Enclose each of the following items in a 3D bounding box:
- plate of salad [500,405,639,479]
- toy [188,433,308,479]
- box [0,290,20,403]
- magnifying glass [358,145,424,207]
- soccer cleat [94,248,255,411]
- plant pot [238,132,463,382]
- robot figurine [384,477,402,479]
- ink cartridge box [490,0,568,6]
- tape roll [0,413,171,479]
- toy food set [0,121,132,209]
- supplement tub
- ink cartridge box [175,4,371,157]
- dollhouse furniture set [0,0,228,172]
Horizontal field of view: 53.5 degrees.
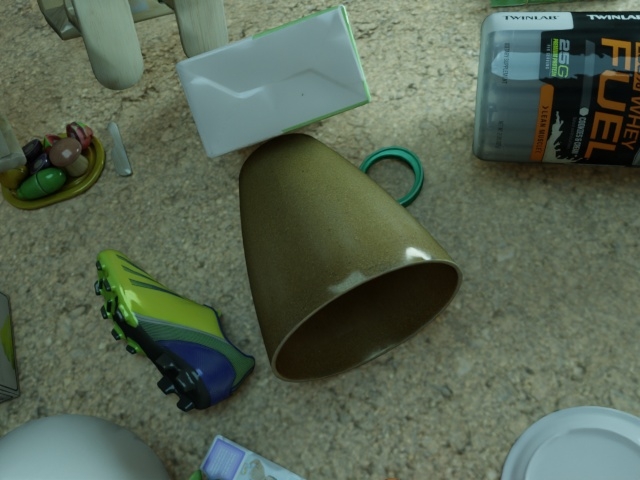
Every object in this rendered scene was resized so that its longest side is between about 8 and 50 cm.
[{"bbox_3d":[0.294,0.276,0.677,0.200,0.048,0.199,-16,48,19],"label":"plate of salad"},{"bbox_3d":[-0.056,0.332,0.720,0.237,0.056,0.137,21,71,19],"label":"toy"},{"bbox_3d":[-0.578,0.184,0.876,0.290,0.087,0.169,-23,63,1],"label":"box"},{"bbox_3d":[0.056,-0.040,0.889,0.092,0.026,0.231,38,79,20],"label":"magnifying glass"},{"bbox_3d":[-0.203,0.106,0.853,0.121,0.093,0.289,-26,53,-36],"label":"soccer cleat"},{"bbox_3d":[0.000,0.000,0.765,0.237,0.237,0.254,-28,62,-3],"label":"plant pot"},{"bbox_3d":[0.070,0.359,0.641,0.128,0.158,0.219,7,66,32],"label":"robot figurine"},{"bbox_3d":[0.373,-0.433,0.990,0.209,0.062,0.109,-1,66,11],"label":"ink cartridge box"},{"bbox_3d":[-0.280,0.322,0.648,0.246,0.169,0.246,0,95,-5],"label":"tape roll"},{"bbox_3d":[-0.421,-0.134,1.003,0.218,0.071,0.128,-18,63,2],"label":"toy food set"},{"bbox_3d":[0.359,-0.190,0.806,0.316,0.193,0.193,4,66,13],"label":"supplement tub"},{"bbox_3d":[-0.059,-0.215,0.881,0.207,0.353,0.119,-19,103,2],"label":"ink cartridge box"},{"bbox_3d":[-0.379,-0.302,0.976,0.394,0.256,0.362,-23,42,-22],"label":"dollhouse furniture set"}]
